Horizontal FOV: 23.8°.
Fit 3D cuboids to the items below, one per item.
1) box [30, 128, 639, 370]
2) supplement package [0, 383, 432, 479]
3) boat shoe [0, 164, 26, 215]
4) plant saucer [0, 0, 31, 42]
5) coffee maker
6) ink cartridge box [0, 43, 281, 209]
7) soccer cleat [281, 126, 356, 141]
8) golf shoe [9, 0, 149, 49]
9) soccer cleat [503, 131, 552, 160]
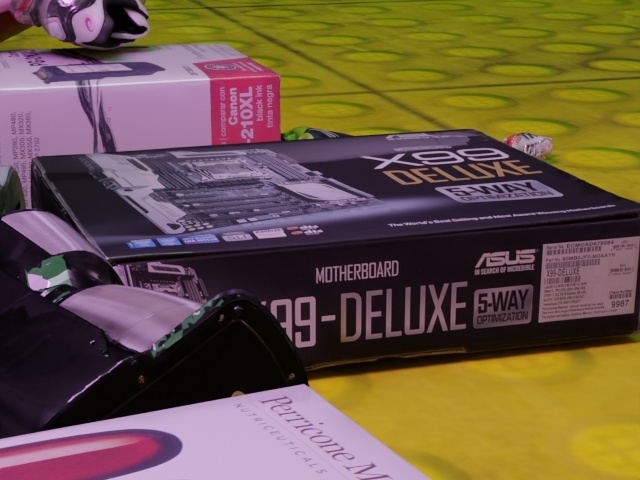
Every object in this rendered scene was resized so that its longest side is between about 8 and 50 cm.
[{"bbox_3d":[0.000,0.000,0.895,0.307,0.076,0.242,-5,17,-18],"label":"box"},{"bbox_3d":[-0.081,0.132,0.337,0.244,0.134,0.139,-8,19,-27],"label":"supplement package"},{"bbox_3d":[-0.220,0.002,0.908,0.076,0.083,0.226,-12,6,-5],"label":"boat shoe"},{"bbox_3d":[-0.364,-0.176,1.247,0.332,0.084,0.332,-23,7,3],"label":"plant saucer"},{"bbox_3d":[-0.119,0.065,0.594,0.171,0.120,0.178,-13,20,-36],"label":"coffee maker"},{"bbox_3d":[-0.165,-0.086,1.141,0.237,0.100,0.172,-5,16,-17],"label":"ink cartridge box"},{"bbox_3d":[0.012,-0.055,1.121,0.072,0.060,0.179,0,13,-9],"label":"soccer cleat"},{"bbox_3d":[-0.169,-0.176,1.182,0.086,0.067,0.186,31,16,6],"label":"golf shoe"},{"bbox_3d":[0.171,-0.074,1.245,0.035,0.029,0.083,1,11,16],"label":"soccer cleat"}]
